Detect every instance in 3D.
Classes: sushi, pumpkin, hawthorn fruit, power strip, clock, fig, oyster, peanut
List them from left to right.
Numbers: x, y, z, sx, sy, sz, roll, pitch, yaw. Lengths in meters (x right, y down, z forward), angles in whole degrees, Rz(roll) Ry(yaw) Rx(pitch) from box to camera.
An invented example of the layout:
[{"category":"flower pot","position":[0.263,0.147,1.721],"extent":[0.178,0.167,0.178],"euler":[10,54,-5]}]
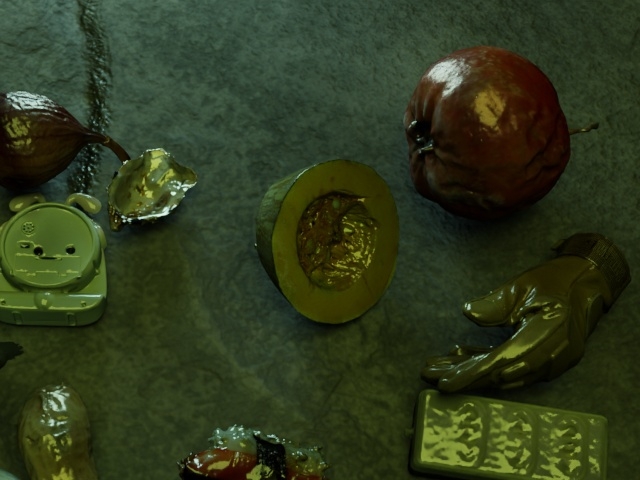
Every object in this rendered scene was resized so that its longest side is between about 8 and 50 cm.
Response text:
[{"category":"clock","position":[-0.354,0.017,1.643],"extent":[0.151,0.062,0.191],"euler":[1,63,-6]},{"category":"fig","position":[-0.351,-0.134,1.677],"extent":[0.201,0.146,0.133],"euler":[-3,102,-17]},{"category":"peanut","position":[-0.314,0.272,1.510],"extent":[0.099,0.099,0.214],"euler":[-10,72,-11]},{"category":"oyster","position":[-0.239,-0.062,1.699],"extent":[0.103,0.051,0.148],"euler":[40,51,16]},{"category":"sushi","position":[-0.064,0.282,1.525],"extent":[0.226,0.097,0.103],"euler":[18,68,-13]},{"category":"pumpkin","position":[-0.006,-0.005,1.656],"extent":[0.110,0.217,0.217],"euler":[14,55,45]},{"category":"power strip","position":[0.232,0.259,1.581],"extent":[0.257,0.070,0.105],"euler":[8,63,-1]},{"category":"hawthorn fruit","position":[0.252,-0.144,1.701],"extent":[0.272,0.242,0.242],"euler":[-5,64,-20]}]

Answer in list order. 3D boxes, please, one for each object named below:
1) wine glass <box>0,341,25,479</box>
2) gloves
[{"category":"wine glass","position":[-0.422,0.292,1.395],"extent":[0.238,0.238,0.323],"euler":[-9,79,-10]},{"category":"gloves","position":[0.275,0.112,1.616],"extent":[0.331,0.154,0.141],"euler":[-37,71,-28]}]
